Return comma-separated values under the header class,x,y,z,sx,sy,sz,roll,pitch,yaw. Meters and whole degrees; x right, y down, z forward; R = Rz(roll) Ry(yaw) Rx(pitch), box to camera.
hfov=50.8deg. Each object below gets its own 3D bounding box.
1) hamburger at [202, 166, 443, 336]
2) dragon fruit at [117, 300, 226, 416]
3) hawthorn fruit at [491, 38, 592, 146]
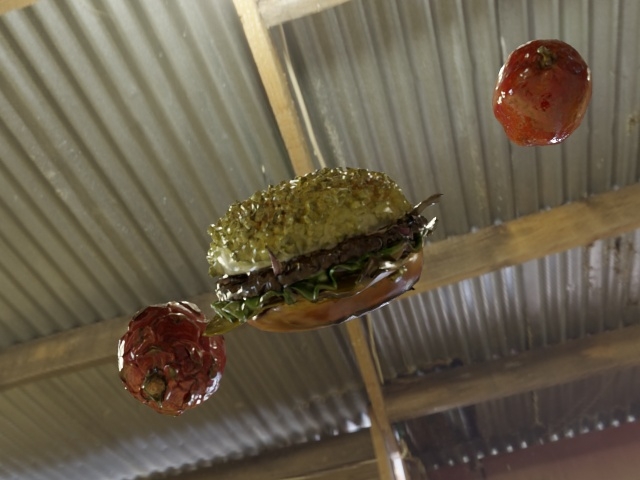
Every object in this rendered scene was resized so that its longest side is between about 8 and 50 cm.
class,x,y,z,sx,sy,sz,roll,pitch,yaw
hamburger,0.000,0.000,0.678,0.261,0.243,0.139,-14,-82,22
dragon fruit,-0.381,0.297,1.728,0.277,0.342,0.278,-2,-65,-4
hawthorn fruit,0.447,-0.306,1.354,0.205,0.205,0.253,-15,-21,4
